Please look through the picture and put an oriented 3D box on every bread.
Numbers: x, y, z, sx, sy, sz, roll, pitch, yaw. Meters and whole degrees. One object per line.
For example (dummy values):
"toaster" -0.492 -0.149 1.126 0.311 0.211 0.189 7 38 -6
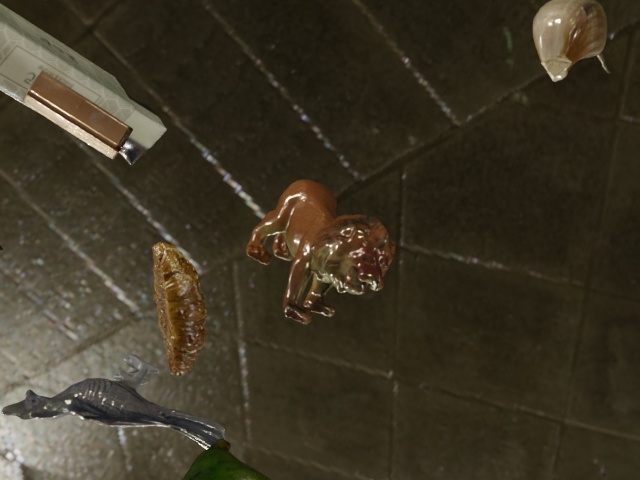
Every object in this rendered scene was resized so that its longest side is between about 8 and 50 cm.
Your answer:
"bread" -0.224 0.108 1.782 0.105 0.076 0.233 -150 53 -60

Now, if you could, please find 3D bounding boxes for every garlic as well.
"garlic" 0.404 -0.320 1.735 0.090 0.198 0.128 -6 96 34

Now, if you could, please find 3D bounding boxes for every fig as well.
"fig" -0.127 0.363 1.401 0.195 0.245 0.195 -16 141 -14

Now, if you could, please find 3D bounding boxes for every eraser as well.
"eraser" -0.413 -0.246 1.714 0.098 0.096 0.404 -45 143 10

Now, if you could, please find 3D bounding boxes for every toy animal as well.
"toy animal" 0.000 0.000 1.348 0.097 0.312 0.157 27 105 -30
"toy animal" -0.338 0.274 1.893 0.367 0.206 0.081 9 113 -2

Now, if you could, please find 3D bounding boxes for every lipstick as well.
"lipstick" -0.333 -0.172 1.514 0.145 0.045 0.045 33 157 -14

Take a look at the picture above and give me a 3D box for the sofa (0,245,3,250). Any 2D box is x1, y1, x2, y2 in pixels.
"sofa" -0.408 -0.012 1.218 0.147 0.060 0.085 7 125 63
